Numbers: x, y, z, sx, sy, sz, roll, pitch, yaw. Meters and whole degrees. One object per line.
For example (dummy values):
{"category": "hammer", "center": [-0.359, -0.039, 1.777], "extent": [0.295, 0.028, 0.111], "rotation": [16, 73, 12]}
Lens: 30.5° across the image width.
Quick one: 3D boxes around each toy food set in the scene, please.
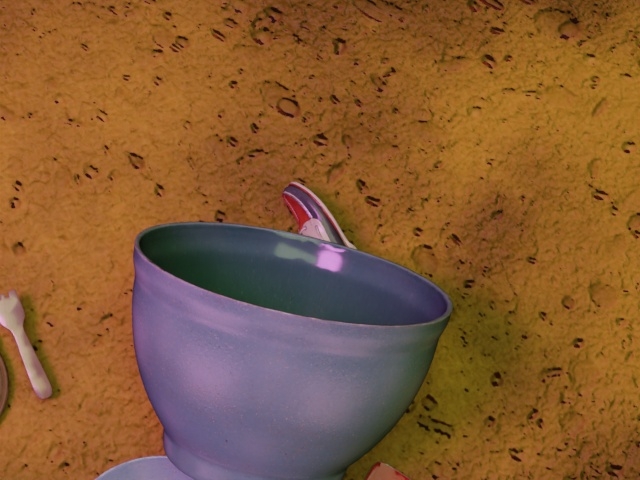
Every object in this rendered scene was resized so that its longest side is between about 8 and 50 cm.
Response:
{"category": "toy food set", "center": [-0.366, 0.137, 1.133], "extent": [0.192, 0.038, 0.132], "rotation": [-22, 86, -21]}

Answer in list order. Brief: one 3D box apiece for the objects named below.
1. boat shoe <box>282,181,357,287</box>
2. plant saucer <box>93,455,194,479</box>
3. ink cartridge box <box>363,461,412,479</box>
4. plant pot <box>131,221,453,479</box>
{"category": "boat shoe", "center": [0.000, 0.000, 1.229], "extent": [0.043, 0.049, 0.137], "rotation": [-36, 88, -15]}
{"category": "plant saucer", "center": [-0.155, 0.305, 1.117], "extent": [0.195, 0.037, 0.195], "rotation": [3, 73, -9]}
{"category": "ink cartridge box", "center": [0.120, 0.390, 1.094], "extent": [0.309, 0.130, 0.272], "rotation": [33, 70, 1]}
{"category": "plant pot", "center": [-0.044, 0.117, 1.085], "extent": [0.293, 0.293, 0.196], "rotation": [11, 103, -7]}
